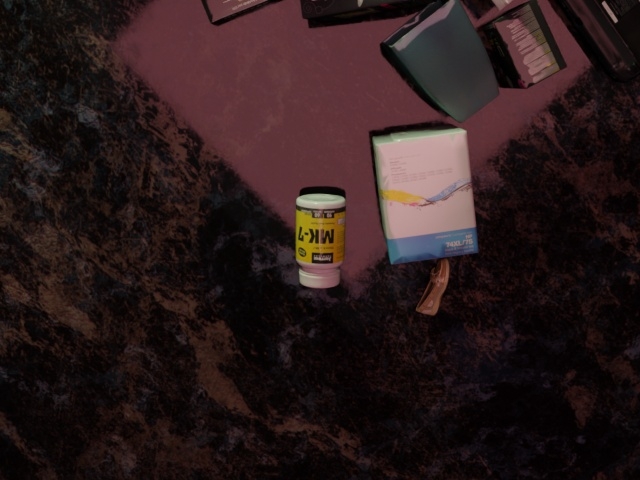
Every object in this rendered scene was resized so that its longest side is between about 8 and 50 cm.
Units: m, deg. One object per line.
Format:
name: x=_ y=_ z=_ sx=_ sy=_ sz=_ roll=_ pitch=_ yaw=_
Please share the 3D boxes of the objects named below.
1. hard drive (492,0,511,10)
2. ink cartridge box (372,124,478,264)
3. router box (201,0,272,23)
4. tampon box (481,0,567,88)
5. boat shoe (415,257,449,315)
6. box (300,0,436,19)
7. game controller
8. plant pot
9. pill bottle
hard drive: x=0.340 y=-0.658 z=1.340 sx=0.307 sy=0.040 sz=0.203 roll=48 pitch=64 yaw=-10
ink cartridge box: x=0.232 y=-0.111 z=1.453 sx=0.197 sy=0.198 sz=0.270 roll=-8 pitch=104 yaw=4
router box: x=-0.187 y=-0.578 z=1.428 sx=0.179 sy=0.046 sz=0.133 roll=-19 pitch=103 yaw=7
tampon box: x=0.444 y=-0.426 z=1.407 sx=0.101 sy=0.120 sz=0.161 roll=-28 pitch=101 yaw=8
boat shoe: x=0.279 y=0.113 z=1.583 sx=0.048 sy=0.056 sz=0.153 roll=12 pitch=111 yaw=-6
box: x=0.097 y=-0.564 z=1.342 sx=0.270 sy=0.143 sz=0.165 roll=-3 pitch=104 yaw=19
game controller: x=0.644 y=-0.512 z=1.419 sx=0.166 sy=0.067 sz=0.319 roll=-40 pitch=100 yaw=-4
plant pot: x=0.274 y=-0.385 z=1.406 sx=0.166 sy=0.165 sz=0.234 roll=-36 pitch=107 yaw=10
pill bottle: x=0.000 y=0.000 z=1.530 sx=0.119 sy=0.119 sz=0.208 roll=1 pitch=104 yaw=2
